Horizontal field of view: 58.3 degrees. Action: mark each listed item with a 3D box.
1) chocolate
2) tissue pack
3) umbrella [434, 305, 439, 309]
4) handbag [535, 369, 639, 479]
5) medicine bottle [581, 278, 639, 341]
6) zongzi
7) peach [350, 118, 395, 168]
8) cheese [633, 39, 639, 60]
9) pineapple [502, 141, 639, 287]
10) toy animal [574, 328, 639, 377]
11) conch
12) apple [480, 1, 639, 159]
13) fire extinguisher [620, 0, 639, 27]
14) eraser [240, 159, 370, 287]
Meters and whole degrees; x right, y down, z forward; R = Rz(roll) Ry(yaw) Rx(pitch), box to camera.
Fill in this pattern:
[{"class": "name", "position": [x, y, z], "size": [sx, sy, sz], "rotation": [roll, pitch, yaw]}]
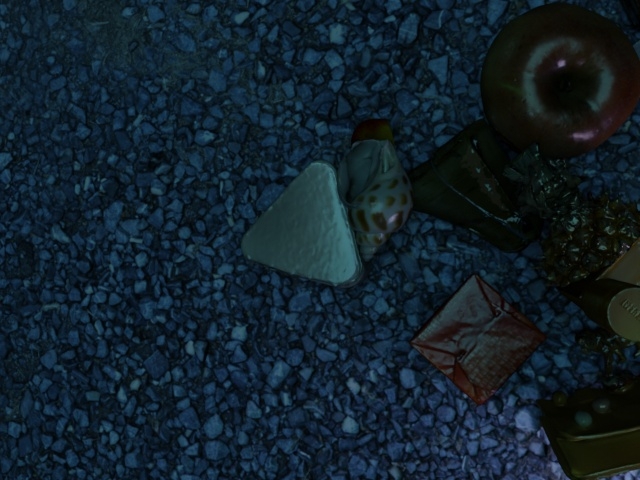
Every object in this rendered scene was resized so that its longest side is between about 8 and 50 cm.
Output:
[{"class": "chocolate", "position": [0.378, 0.232, 1.401], "size": [0.234, 0.108, 0.237], "rotation": [40, 100, 3]}, {"class": "tissue pack", "position": [0.660, 0.088, 1.261], "size": [0.145, 0.274, 0.194], "rotation": [39, 99, 9]}, {"class": "umbrella", "position": [0.306, 0.241, 1.474], "size": [0.022, 0.022, 0.149], "rotation": [-7, 87, 55]}, {"class": "handbag", "position": [0.689, 0.363, 1.246], "size": [0.400, 0.283, 0.133], "rotation": [-20, 90, 11]}, {"class": "medicine bottle", "position": [0.547, 0.122, 1.047], "size": [0.096, 0.192, 0.096], "rotation": [0, 90, 11]}, {"class": "zongzi", "position": [0.332, -0.070, 1.421], "size": [0.360, 0.160, 0.323], "rotation": [-32, 93, 31]}, {"class": "peach", "position": [0.134, -0.248, 1.468], "size": [0.118, 0.151, 0.151], "rotation": [34, 97, -2]}, {"class": "cheese", "position": [0.814, -0.367, 1.340], "size": [0.135, 0.052, 0.245], "rotation": [-41, 89, 13]}, {"class": "pineapple", "position": [0.497, -0.076, 1.212], "size": [0.262, 0.262, 0.272], "rotation": [-41, 88, 10]}, {"class": "toy animal", "position": [0.731, 0.218, 1.323], "size": [0.255, 0.114, 0.116], "rotation": [-28, 81, 21]}, {"class": "conch", "position": [0.130, -0.094, 1.365], "size": [0.182, 0.149, 0.275], "rotation": [8, 75, 16]}, {"class": "apple", "position": [0.519, -0.349, 1.293], "size": [0.338, 0.305, 0.339], "rotation": [1, 100, 4]}, {"class": "fire extinguisher", "position": [0.747, -0.622, 1.341], "size": [0.093, 0.118, 0.294], "rotation": [-20, 84, -23]}, {"class": "eraser", "position": [0.000, 0.000, 1.485], "size": [0.331, 0.150, 0.331], "rotation": [-1, 87, 15]}]
